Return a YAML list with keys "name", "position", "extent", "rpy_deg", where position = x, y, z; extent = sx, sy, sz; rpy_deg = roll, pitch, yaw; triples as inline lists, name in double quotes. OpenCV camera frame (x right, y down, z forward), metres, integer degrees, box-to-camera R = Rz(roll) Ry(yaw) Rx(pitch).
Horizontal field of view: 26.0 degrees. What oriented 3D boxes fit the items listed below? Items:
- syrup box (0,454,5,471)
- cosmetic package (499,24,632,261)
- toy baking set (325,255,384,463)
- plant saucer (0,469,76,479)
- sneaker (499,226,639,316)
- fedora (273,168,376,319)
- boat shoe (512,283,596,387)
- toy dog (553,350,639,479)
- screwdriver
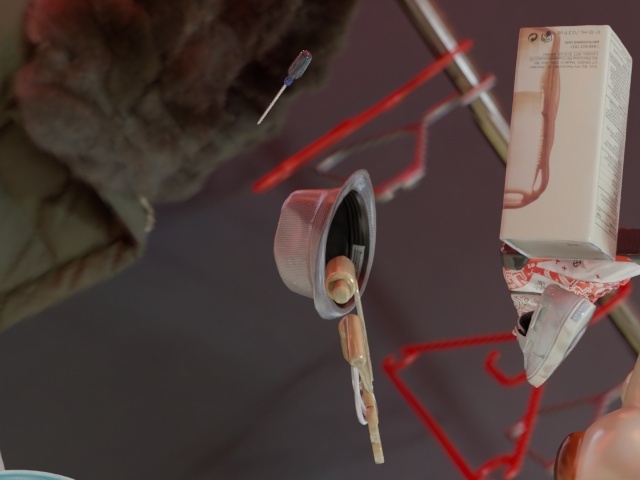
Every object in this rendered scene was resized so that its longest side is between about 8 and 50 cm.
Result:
- name: "syrup box"
  position: [-0.451, 0.283, 1.750]
  extent: [0.237, 0.096, 0.093]
  rpy_deg: [-128, -156, -60]
- name: "cosmetic package"
  position: [0.335, -0.129, 1.886]
  extent: [0.153, 0.129, 0.296]
  rpy_deg: [29, 66, -63]
- name: "toy baking set"
  position: [0.032, 0.111, 1.387]
  extent: [0.256, 0.030, 0.196]
  rpy_deg: [-90, 171, -76]
- name: "plant saucer"
  position: [-0.288, 0.372, 1.309]
  extent: [0.317, 0.318, 0.044]
  rpy_deg: [55, -6, -4]
- name: "sneaker"
  position: [0.417, 0.064, 2.147]
  extent: [0.090, 0.270, 0.145]
  rpy_deg: [-50, 131, -52]
- name: "fedora"
  position: [0.000, 0.000, 2.390]
  extent: [0.124, 0.243, 0.275]
  rpy_deg: [12, -42, 22]
- name: "boat shoe"
  position: [0.307, 0.123, 1.887]
  extent: [0.081, 0.079, 0.227]
  rpy_deg: [39, -25, 15]
- name: "toy dog"
  position: [0.494, 0.227, 1.775]
  extent: [0.285, 0.408, 0.395]
  rpy_deg: [34, 1, 29]
- name: "screwdriver"
  position: [-0.060, -0.237, 2.206]
  extent: [0.024, 0.170, 0.025]
  rpy_deg: [3, 48, -36]
